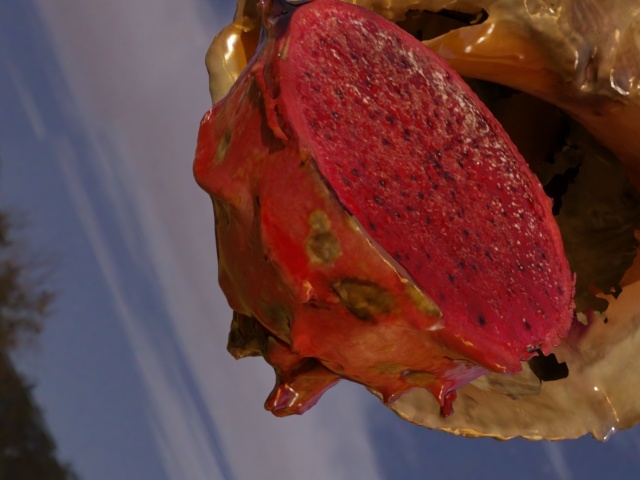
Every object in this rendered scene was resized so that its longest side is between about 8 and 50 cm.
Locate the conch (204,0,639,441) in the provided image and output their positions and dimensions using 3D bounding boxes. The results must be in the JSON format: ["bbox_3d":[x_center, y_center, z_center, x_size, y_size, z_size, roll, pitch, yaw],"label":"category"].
[{"bbox_3d":[0.097,-0.054,0.876,0.210,0.352,0.297,-151,-109,-73],"label":"conch"}]

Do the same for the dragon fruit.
[{"bbox_3d":[0.000,0.000,0.600,0.153,0.111,0.153,39,29,-26],"label":"dragon fruit"}]
